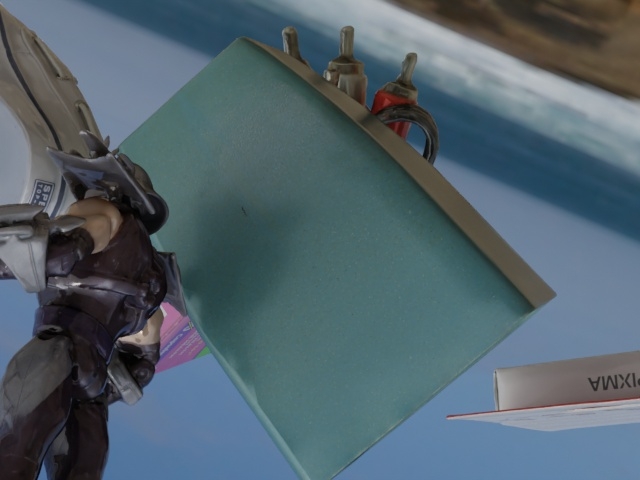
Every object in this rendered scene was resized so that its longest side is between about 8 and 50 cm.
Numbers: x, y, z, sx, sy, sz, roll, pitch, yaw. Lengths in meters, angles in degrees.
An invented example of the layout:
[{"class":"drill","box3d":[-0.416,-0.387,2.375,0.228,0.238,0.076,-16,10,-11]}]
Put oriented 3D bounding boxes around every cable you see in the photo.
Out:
[{"class":"cable","box3d":[0.014,-0.012,1.240,0.139,0.287,0.072,14,-160,16]}]

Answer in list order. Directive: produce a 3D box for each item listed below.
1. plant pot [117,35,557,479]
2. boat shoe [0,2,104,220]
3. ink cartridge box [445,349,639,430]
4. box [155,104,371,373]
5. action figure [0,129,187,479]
[{"class":"plant pot","box3d":[0.000,0.000,1.009,0.234,0.165,0.166,51,-170,8]},{"class":"boat shoe","box3d":[-0.199,-0.087,1.077,0.084,0.095,0.258,12,-144,-38]},{"class":"ink cartridge box","box3d":[0.279,0.125,1.462,0.275,0.060,0.239,-9,166,29]},{"class":"box","box3d":[-0.070,-0.006,1.366,0.117,0.213,0.243,53,-148,13]},{"class":"action figure","box3d":[-0.131,0.069,0.828,0.099,0.285,0.185,-4,147,22]}]
